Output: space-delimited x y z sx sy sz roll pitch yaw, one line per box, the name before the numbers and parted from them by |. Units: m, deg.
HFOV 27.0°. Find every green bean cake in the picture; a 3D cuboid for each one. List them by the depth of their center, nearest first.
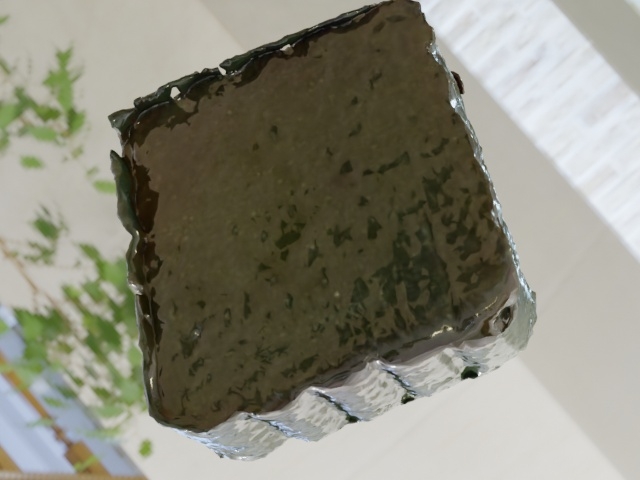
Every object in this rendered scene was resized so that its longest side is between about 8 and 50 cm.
green bean cake | 0.000 0.000 0.625 0.173 0.181 0.094 -22 152 11
